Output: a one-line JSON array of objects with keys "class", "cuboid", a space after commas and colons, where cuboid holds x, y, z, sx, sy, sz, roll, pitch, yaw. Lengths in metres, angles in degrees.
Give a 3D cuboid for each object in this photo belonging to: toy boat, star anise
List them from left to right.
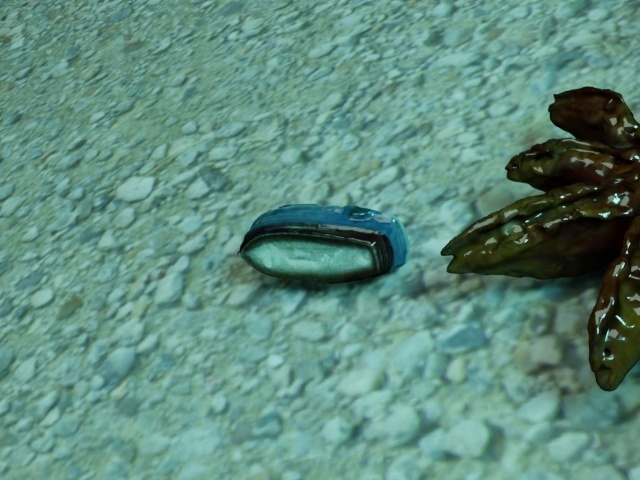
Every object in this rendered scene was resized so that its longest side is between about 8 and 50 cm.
[{"class": "toy boat", "cuboid": [0.000, 0.000, 0.622, 0.137, 0.060, 0.061, -3, 22, 29]}, {"class": "star anise", "cuboid": [0.212, -0.032, 0.507, 0.288, 0.088, 0.288, -18, 41, 16]}]
